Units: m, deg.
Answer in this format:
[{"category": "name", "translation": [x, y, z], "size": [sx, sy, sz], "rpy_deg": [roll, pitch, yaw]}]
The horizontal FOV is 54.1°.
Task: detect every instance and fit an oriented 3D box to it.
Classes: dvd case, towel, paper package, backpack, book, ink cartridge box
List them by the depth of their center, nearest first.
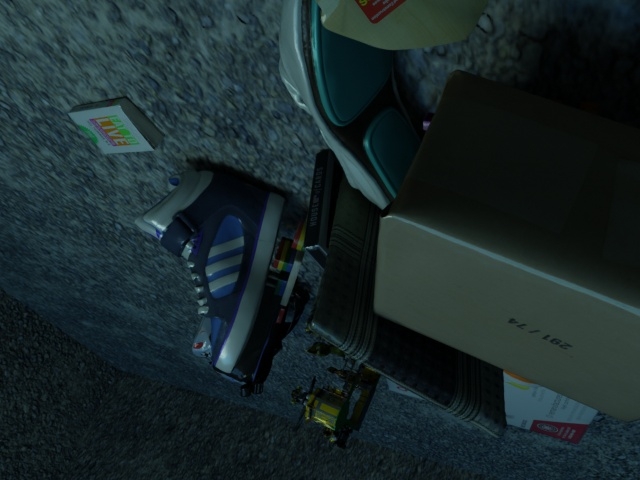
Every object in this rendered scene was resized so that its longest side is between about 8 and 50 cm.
[{"category": "paper package", "translation": [0.231, 0.028, 0.626], "size": [0.325, 0.168, 0.309], "rpy_deg": [22, 159, 12]}, {"category": "towel", "translation": [0.131, 0.070, 0.877], "size": [0.312, 0.324, 0.056], "rpy_deg": [31, 133, -16]}, {"category": "dvd case", "translation": [0.051, 0.004, 0.957], "size": [0.030, 0.179, 0.238], "rpy_deg": [-14, 140, 25]}, {"category": "book", "translation": [-0.346, -0.193, 1.058], "size": [0.144, 0.035, 0.096], "rpy_deg": [2, 143, 37]}, {"category": "ink cartridge box", "translation": [0.314, 0.219, 1.177], "size": [0.385, 0.160, 0.279], "rpy_deg": [12, 152, 19]}, {"category": "backpack", "translation": [-0.170, 0.213, 1.439], "size": [0.213, 0.276, 0.263], "rpy_deg": [23, 160, 9]}]

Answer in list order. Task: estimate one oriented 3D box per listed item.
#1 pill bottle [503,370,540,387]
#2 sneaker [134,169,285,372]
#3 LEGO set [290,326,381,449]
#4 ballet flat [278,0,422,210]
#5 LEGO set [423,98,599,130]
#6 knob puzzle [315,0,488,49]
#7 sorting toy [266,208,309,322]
[{"category": "pill bottle", "translation": [0.333, 0.105, 0.930], "size": [0.121, 0.121, 0.221], "rpy_deg": [17, 129, 10]}, {"category": "sneaker", "translation": [-0.208, 0.039, 1.063], "size": [0.236, 0.322, 0.130], "rpy_deg": [15, 171, -2]}, {"category": "LEGO set", "translation": [0.021, 0.233, 1.292], "size": [0.192, 0.331, 0.255], "rpy_deg": [18, 171, 23]}, {"category": "ballet flat", "translation": [0.025, -0.169, 0.733], "size": [0.139, 0.139, 0.400], "rpy_deg": [6, 150, 29]}, {"category": "LEGO set", "translation": [0.238, -0.105, 0.710], "size": [0.227, 0.087, 0.093], "rpy_deg": [12, 136, 20]}, {"category": "knob puzzle", "translation": [0.076, -0.253, 0.547], "size": [0.213, 0.030, 0.213], "rpy_deg": [-5, 130, -6]}, {"category": "sorting toy", "translation": [-0.056, 0.027, 1.091], "size": [0.046, 0.132, 0.274], "rpy_deg": [17, 140, -3]}]
